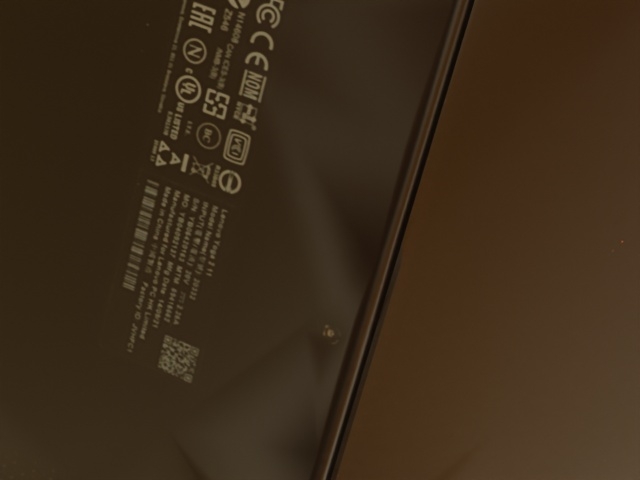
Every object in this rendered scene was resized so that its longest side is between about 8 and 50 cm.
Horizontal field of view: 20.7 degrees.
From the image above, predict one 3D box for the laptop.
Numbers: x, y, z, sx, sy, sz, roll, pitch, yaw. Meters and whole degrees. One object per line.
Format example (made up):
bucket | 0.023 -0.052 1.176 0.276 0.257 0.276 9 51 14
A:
laptop | 0.017 -0.075 0.556 0.408 0.382 0.236 22 22 15
